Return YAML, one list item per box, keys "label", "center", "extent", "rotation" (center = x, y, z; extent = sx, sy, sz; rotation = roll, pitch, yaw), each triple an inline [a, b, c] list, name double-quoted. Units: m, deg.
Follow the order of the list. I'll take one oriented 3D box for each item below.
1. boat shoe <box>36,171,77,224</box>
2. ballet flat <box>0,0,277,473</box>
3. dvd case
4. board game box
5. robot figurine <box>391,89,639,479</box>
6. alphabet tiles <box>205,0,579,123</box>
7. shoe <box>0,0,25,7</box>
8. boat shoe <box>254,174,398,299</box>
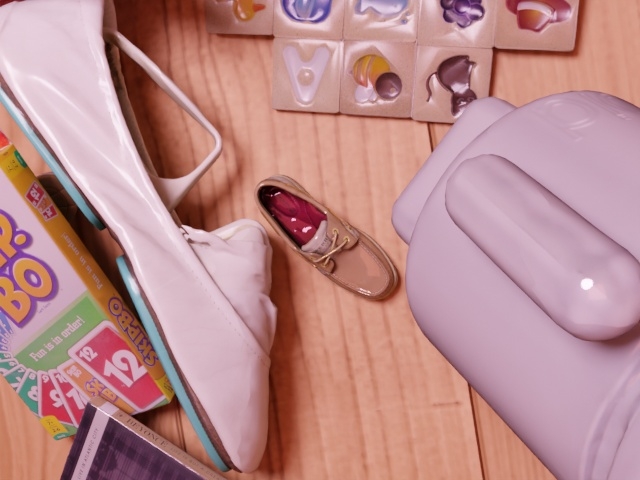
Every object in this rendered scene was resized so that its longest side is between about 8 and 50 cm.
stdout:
- label: "boat shoe"
  center: [-0.266, 0.010, 0.690]
  extent: [0.063, 0.059, 0.170]
  rotation: [42, 96, -22]
- label: "ballet flat"
  center: [-0.114, -0.017, 0.616]
  extent: [0.139, 0.139, 0.400]
  rotation: [-30, 92, 13]
- label: "dvd case"
  center: [-0.120, 0.246, 0.666]
  extent: [0.221, 0.018, 0.164]
  rotation: [30, 117, 9]
- label: "board game box"
  center: [-0.230, 0.041, 0.636]
  extent: [0.124, 0.039, 0.259]
  rotation: [-21, 111, 20]
- label: "robot figurine"
  center: [0.185, 0.044, 0.460]
  extent: [0.200, 0.300, 0.353]
  rotation: [-56, 42, 13]
- label: "alphabet tiles"
  center: [0.052, -0.263, 0.599]
  extent: [0.285, 0.011, 0.342]
  rotation: [6, 102, 13]
- label: "shoe"
  center: [-0.208, -0.205, 0.663]
  extent: [0.178, 0.063, 0.081]
  rotation: [10, 97, 18]
- label: "boat shoe"
  center: [0.000, 0.000, 0.630]
  extent: [0.135, 0.045, 0.050]
  rotation: [37, 101, 9]
